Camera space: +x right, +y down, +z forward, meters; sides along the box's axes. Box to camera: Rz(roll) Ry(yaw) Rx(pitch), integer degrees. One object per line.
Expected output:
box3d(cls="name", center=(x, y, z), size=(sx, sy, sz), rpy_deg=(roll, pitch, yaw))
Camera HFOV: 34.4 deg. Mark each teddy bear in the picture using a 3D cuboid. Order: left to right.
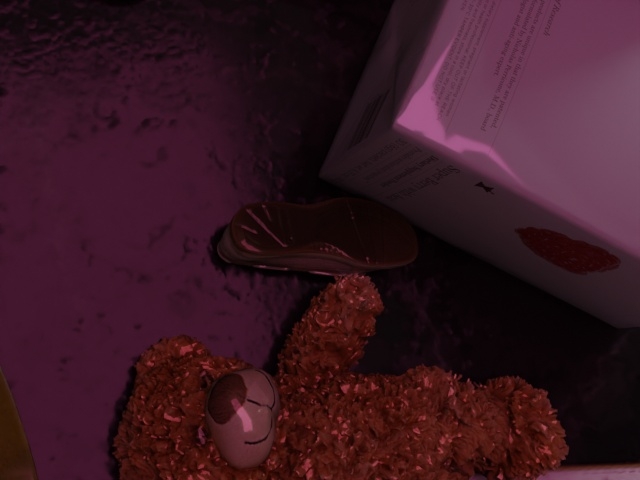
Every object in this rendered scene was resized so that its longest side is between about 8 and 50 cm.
box3d(cls="teddy bear", center=(0.032, 0.151, 0.724), size=(0.338, 0.113, 0.245), rpy_deg=(30, 70, -11))

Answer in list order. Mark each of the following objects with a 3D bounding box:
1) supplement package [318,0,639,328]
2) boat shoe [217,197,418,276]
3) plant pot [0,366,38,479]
box3d(cls="supplement package", center=(0.180, -0.072, 0.775), size=(0.293, 0.177, 0.175), rpy_deg=(26, 76, -11))
box3d(cls="boat shoe", center=(0.000, 0.002, 0.781), size=(0.153, 0.048, 0.056), rpy_deg=(-1, 68, -25))
box3d(cls="plant pot", center=(-0.320, 0.190, 0.543), size=(0.293, 0.275, 0.275), rpy_deg=(-14, 84, -5))
